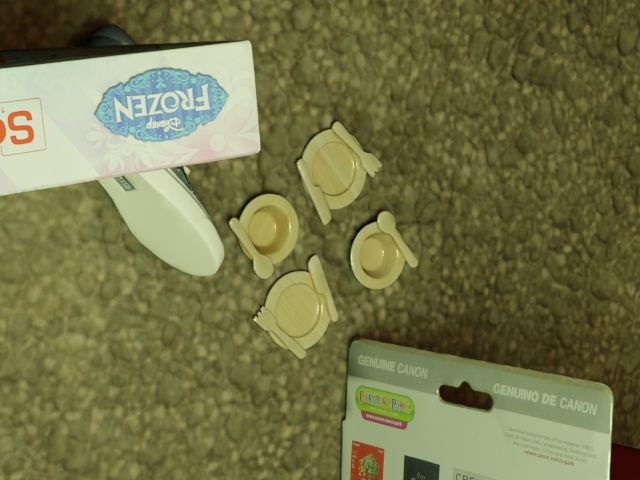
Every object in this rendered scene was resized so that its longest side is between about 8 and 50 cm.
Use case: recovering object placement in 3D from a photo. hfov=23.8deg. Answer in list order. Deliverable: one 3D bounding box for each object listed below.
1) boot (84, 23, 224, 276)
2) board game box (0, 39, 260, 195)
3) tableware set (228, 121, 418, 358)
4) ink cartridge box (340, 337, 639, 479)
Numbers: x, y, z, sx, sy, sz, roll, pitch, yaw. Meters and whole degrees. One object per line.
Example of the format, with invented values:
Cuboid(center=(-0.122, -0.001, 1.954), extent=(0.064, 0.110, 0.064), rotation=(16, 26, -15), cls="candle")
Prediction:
Cuboid(center=(-0.117, -0.063, 1.092), extent=(0.190, 0.069, 0.086), rotation=(54, 47, -35), cls="boot")
Cuboid(center=(-0.251, -0.063, 0.842), extent=(0.318, 0.318, 0.066), rotation=(-12, 102, -33), cls="board game box")
Cuboid(center=(0.000, 0.000, 1.205), extent=(0.168, 0.020, 0.141), rotation=(-41, 115, -26), cls="tableware set")
Cuboid(center=(0.153, 0.218, 1.152), extent=(0.130, 0.309, 0.272), rotation=(-2, 95, -35), cls="ink cartridge box")
